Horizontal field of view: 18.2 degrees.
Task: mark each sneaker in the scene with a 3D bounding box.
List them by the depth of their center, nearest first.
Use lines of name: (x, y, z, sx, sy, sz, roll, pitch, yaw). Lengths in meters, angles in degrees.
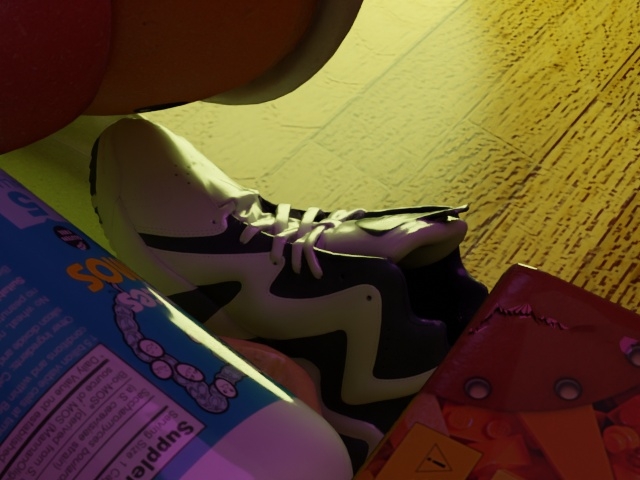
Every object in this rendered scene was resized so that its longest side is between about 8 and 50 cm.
sneaker: (0.000, 0.000, 1.003, 0.235, 0.153, 0.094, 52, 34, 7)

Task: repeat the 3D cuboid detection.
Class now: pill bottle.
pill bottle: (-0.090, 0.087, 0.747, 0.264, 0.146, 0.146, 37, 36, 16)

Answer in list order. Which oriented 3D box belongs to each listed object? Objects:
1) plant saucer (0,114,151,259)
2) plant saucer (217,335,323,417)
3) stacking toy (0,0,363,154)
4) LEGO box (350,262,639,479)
plant saucer: (-0.166, -0.015, 1.072, 0.241, 0.037, 0.241, 16, 35, -12)
plant saucer: (-0.139, 0.163, 0.815, 0.333, 0.081, 0.333, 10, 37, -23)
stacking toy: (-0.244, -0.129, 0.879, 0.480, 0.350, 0.350, -34, 63, -29)
LEGO box: (0.081, 0.297, 0.479, 0.372, 0.193, 0.500, 25, 54, 21)
